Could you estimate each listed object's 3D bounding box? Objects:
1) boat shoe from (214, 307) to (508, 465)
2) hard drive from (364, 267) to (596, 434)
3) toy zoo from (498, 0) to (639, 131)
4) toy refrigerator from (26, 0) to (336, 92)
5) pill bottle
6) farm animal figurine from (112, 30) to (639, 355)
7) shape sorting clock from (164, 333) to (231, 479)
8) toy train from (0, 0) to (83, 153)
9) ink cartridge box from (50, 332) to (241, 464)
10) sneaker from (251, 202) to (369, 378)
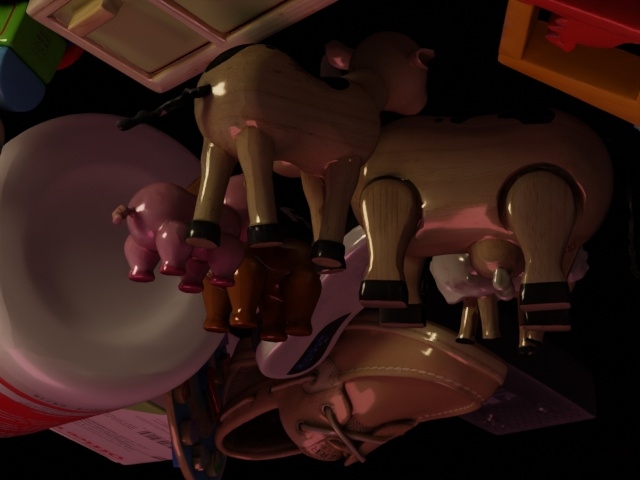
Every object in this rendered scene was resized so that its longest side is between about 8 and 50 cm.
[{"bbox_3d":[0.026,0.137,1.384,0.122,0.110,0.341,32,156,-24],"label":"boat shoe"},{"bbox_3d":[0.101,0.089,1.428,0.255,0.054,0.172,29,156,-19],"label":"hard drive"},{"bbox_3d":[0.189,-0.107,0.833,0.192,0.030,0.293,22,166,7],"label":"toy zoo"},{"bbox_3d":[-0.058,-0.167,0.915,0.102,0.094,0.269,31,157,-24],"label":"toy refrigerator"},{"bbox_3d":[-0.249,0.048,1.408,0.229,0.229,0.408,29,156,-20],"label":"pill bottle"},{"bbox_3d":[0.039,-0.042,1.036,0.327,0.172,0.330,5,167,-5],"label":"farm animal figurine"},{"bbox_3d":[-0.109,0.127,1.517,0.040,0.206,0.206,-6,153,7],"label":"shape sorting clock"},{"bbox_3d":[-0.295,-0.126,1.155,0.248,0.143,0.105,8,154,29],"label":"toy train"},{"bbox_3d":[-0.208,0.144,1.753,0.198,0.114,0.273,31,156,-24],"label":"ink cartridge box"},{"bbox_3d":[0.000,0.000,1.286,0.079,0.121,0.217,9,136,-40],"label":"sneaker"}]
